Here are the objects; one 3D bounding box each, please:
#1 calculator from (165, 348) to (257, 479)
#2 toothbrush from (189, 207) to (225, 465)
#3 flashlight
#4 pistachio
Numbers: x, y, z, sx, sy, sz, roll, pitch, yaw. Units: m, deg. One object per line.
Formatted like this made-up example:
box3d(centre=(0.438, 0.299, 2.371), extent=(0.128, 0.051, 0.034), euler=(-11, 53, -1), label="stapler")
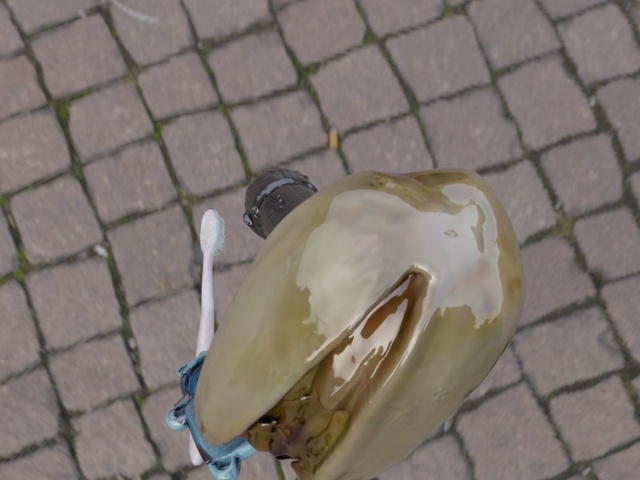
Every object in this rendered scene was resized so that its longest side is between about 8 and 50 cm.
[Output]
box3d(centre=(-0.065, 0.116, 0.980), extent=(0.094, 0.019, 0.141), euler=(-31, 35, -4), label="calculator")
box3d(centre=(-0.131, 0.109, 1.596), extent=(0.025, 0.029, 0.307), euler=(-7, 69, 23), label="toothbrush")
box3d(centre=(0.000, 0.000, 1.133), extent=(0.093, 0.232, 0.093), euler=(-7, 113, -16), label="flashlight")
box3d(centre=(0.018, 0.047, 0.706), extent=(0.129, 0.206, 0.131), euler=(37, 33, -1), label="pistachio")
